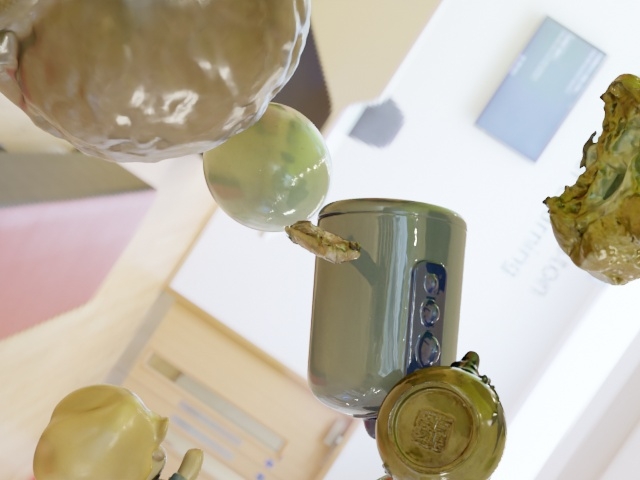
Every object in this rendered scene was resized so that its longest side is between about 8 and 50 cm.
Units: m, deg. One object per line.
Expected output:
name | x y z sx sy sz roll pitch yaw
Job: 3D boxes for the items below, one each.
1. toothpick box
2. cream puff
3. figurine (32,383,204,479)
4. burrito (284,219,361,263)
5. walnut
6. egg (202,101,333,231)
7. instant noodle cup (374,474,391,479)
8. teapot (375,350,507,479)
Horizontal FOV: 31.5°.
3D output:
toothpick box | 0.104 0.126 1.734 0.263 0.263 0.355 109 -13 -80
cream puff | 0.496 -0.061 1.565 0.274 0.270 0.323 12 107 -44
figurine | -0.157 0.208 0.999 0.114 0.196 0.108 -31 -155 52
burrito | 0.000 0.002 1.603 0.171 0.051 0.042 29 -72 62
walnut | -0.118 -0.171 0.714 0.248 0.248 0.248 -56 177 -4
egg | -0.094 -0.130 2.056 0.230 0.230 0.371 -56 -160 7
instant noodle cup | 0.159 0.463 1.728 0.193 0.212 0.193 -22 157 -10
teapot | 0.162 0.272 1.515 0.182 0.173 0.269 44 62 -68
